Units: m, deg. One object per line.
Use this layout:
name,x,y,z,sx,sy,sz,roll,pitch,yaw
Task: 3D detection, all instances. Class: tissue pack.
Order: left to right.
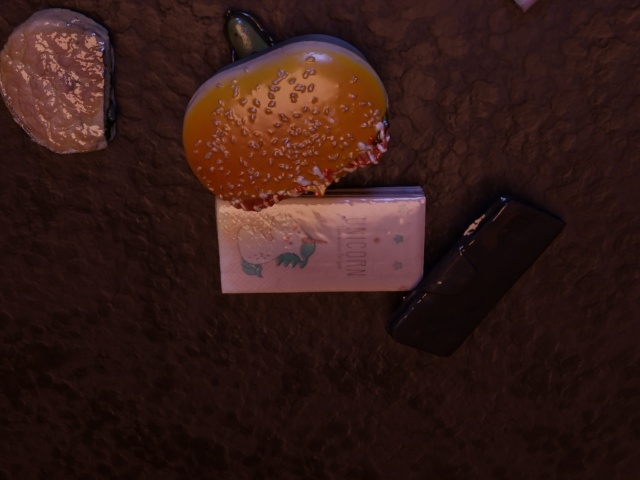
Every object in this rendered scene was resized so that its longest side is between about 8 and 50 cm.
tissue pack,0.000,0.000,1.303,0.326,0.071,0.170,-1,113,3

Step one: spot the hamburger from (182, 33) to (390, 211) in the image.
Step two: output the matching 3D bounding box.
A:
hamburger,-0.047,-0.165,1.166,0.295,0.151,0.227,-19,130,16

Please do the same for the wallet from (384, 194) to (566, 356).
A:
wallet,0.243,0.063,1.302,0.165,0.042,0.309,19,119,-40

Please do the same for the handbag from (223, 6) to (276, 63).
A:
handbag,-0.105,-0.288,1.194,0.072,0.047,0.111,-28,112,16

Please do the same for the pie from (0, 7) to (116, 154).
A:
pie,-0.396,-0.236,1.233,0.185,0.052,0.218,7,116,-2

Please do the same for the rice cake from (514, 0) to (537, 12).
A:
rice cake,0.306,-0.440,1.108,0.198,0.037,0.189,-33,108,16
